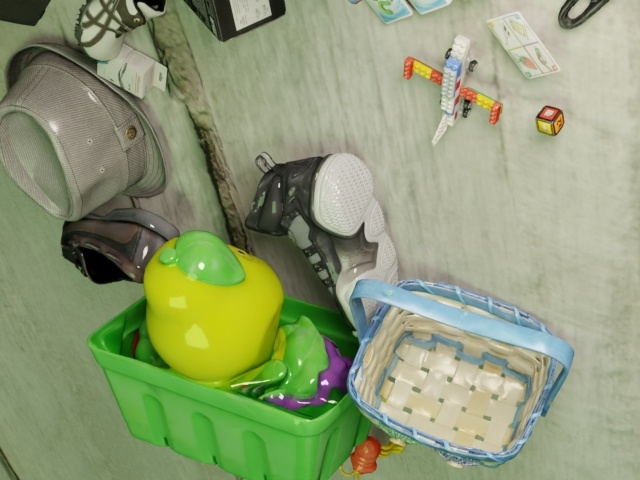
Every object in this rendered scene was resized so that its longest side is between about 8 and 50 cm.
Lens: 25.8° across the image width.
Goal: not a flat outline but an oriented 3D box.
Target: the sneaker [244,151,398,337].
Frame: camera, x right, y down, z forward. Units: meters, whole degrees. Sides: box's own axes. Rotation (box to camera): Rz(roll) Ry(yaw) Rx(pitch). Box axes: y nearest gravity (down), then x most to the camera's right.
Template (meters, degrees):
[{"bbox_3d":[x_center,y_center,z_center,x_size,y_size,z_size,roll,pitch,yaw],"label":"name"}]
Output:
[{"bbox_3d":[0.000,0.000,1.702,0.153,0.101,0.268,12,134,32],"label":"sneaker"}]

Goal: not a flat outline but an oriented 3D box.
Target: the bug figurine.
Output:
[{"bbox_3d":[-0.011,0.241,2.028,0.279,0.072,0.216,26,145,15],"label":"bug figurine"}]

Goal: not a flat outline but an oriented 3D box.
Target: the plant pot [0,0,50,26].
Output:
[{"bbox_3d":[-0.340,-0.346,1.514,0.167,0.188,0.187,29,148,-15],"label":"plant pot"}]

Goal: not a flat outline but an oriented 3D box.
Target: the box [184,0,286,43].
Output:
[{"bbox_3d":[-0.112,-0.312,1.375,0.147,0.077,0.180,50,160,41],"label":"box"}]

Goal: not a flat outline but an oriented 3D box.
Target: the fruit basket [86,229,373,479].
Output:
[{"bbox_3d":[-0.109,0.117,1.798,0.392,0.283,0.392,16,122,27],"label":"fruit basket"}]

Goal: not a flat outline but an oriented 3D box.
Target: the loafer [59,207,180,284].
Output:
[{"bbox_3d":[-0.302,0.019,1.950,0.109,0.095,0.302,33,159,-25],"label":"loafer"}]

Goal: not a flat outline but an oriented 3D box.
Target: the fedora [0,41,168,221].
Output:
[{"bbox_3d":[-0.332,-0.120,1.818,0.243,0.124,0.275,19,143,25],"label":"fedora"}]

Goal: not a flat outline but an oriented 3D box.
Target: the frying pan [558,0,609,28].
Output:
[{"bbox_3d":[0.274,-0.285,1.157,0.326,0.053,0.197,-15,121,46],"label":"frying pan"}]

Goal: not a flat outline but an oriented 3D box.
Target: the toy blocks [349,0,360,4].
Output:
[{"bbox_3d":[-0.039,-0.369,1.158,0.381,0.191,0.261,61,-167,24],"label":"toy blocks"}]

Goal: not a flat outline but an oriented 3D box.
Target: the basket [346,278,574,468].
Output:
[{"bbox_3d":[0.163,0.149,1.641,0.255,0.201,0.289,19,152,14],"label":"basket"}]

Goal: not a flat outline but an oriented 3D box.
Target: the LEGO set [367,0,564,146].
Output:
[{"bbox_3d":[0.133,-0.186,1.380,0.244,0.060,0.182,49,152,-21],"label":"LEGO set"}]

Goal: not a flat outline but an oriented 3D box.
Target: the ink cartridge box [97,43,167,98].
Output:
[{"bbox_3d":[-0.231,-0.207,1.707,0.083,0.028,0.048,28,146,10],"label":"ink cartridge box"}]

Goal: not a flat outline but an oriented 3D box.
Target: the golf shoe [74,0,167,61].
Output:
[{"bbox_3d":[-0.225,-0.261,1.594,0.094,0.077,0.198,30,147,8],"label":"golf shoe"}]
